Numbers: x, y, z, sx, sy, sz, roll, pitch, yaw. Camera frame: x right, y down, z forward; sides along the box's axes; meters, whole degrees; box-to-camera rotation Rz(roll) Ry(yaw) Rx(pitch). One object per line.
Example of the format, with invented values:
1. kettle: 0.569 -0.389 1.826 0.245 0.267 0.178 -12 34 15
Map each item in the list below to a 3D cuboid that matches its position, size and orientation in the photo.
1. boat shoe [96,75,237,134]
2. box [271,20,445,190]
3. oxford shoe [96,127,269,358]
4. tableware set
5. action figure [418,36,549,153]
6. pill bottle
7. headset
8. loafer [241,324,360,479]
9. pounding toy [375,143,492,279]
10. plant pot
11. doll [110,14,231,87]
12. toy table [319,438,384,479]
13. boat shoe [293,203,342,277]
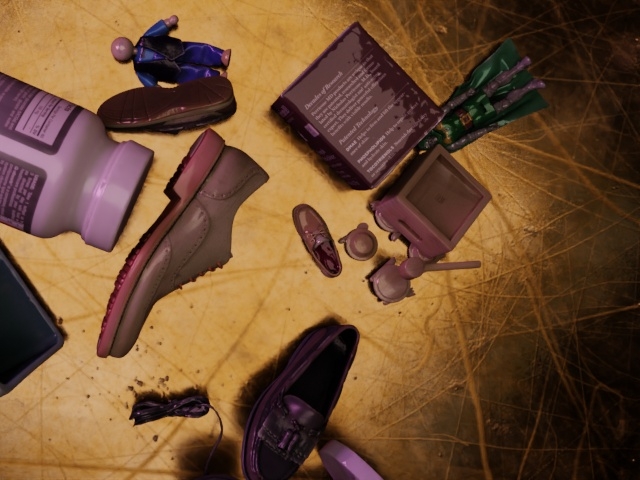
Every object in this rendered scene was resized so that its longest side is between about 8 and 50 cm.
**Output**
1. boat shoe: -0.240 -0.202 1.564 0.224 0.073 0.080 -11 54 7
2. box: 0.055 -0.206 1.560 0.203 0.168 0.167 44 86 -7
3. oxford shoe: -0.218 0.026 1.548 0.147 0.140 0.397 30 90 -15
4. tableware set: 0.121 0.014 1.650 0.141 0.020 0.168 -37 92 -11
5. action figure: 0.261 -0.218 1.647 0.232 0.063 0.137 -35 99 -2
6. pill bottle: -0.450 -0.127 1.470 0.363 0.210 0.210 24 89 -8
7. headset: -0.195 0.438 1.523 0.185 0.243 0.394 -2 71 -12
8. loafer: -0.027 0.247 1.531 0.109 0.095 0.302 38 54 -12
9. pounding toy: 0.180 -0.015 1.603 0.181 0.094 0.206 43 68 -9
10. plant pot: -0.584 0.148 1.452 0.252 0.248 0.247 -32 97 10
11. doll: -0.240 -0.295 1.576 0.189 0.046 0.129 9 101 -5
12. toy table: 0.054 0.470 1.559 0.161 0.252 0.274 -41 86 -21
13. boat shoe: 0.000 0.000 1.621 0.050 0.045 0.135 -32 96 -6
